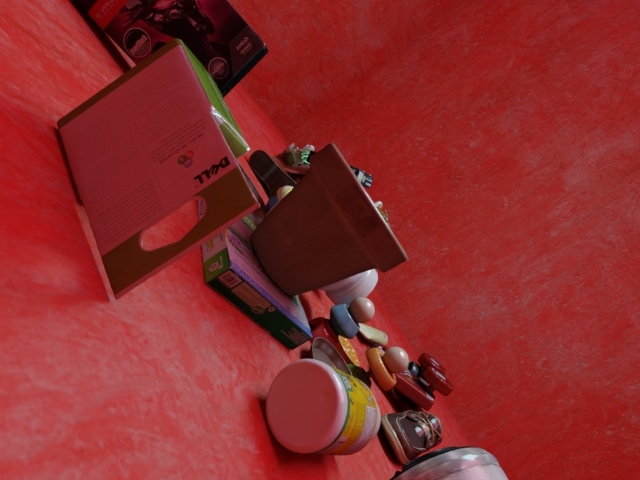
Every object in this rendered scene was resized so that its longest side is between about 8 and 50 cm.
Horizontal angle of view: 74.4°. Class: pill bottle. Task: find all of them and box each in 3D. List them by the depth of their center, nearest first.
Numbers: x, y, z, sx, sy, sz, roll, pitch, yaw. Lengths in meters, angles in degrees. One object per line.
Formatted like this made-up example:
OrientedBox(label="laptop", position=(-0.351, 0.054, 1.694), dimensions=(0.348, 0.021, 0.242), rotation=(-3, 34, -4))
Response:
OrientedBox(label="pill bottle", position=(0.018, 0.254, 0.628), dimensions=(0.208, 0.117, 0.118), rotation=(46, 13, -53))
OrientedBox(label="pill bottle", position=(0.010, 0.015, 1.015), dimensions=(0.283, 0.161, 0.161), rotation=(52, 9, -22))

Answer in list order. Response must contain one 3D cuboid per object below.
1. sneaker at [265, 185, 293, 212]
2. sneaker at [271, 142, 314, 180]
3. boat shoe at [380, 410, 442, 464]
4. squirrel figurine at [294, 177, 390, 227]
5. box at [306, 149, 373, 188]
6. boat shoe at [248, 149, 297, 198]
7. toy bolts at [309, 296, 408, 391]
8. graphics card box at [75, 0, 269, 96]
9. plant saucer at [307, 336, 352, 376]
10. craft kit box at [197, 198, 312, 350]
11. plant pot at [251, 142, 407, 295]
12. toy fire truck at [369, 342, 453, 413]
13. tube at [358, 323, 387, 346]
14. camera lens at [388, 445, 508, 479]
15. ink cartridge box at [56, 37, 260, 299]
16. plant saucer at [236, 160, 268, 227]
OrientedBox(label="sneaker", position=(-0.098, -0.018, 1.122), dimensions=(0.091, 0.126, 0.240), rotation=(8, 75, -39))
OrientedBox(label="sneaker", position=(-0.084, -0.342, 1.832), dimensions=(0.158, 0.182, 0.410), rotation=(36, 0, -40))
OrientedBox(label="boat shoe", position=(0.250, 0.487, 1.090), dimensions=(0.123, 0.123, 0.342), rotation=(61, 9, 32))
OrientedBox(label="squirrel figurine", position=(0.075, -0.113, 1.645), dimensions=(0.370, 0.281, 0.397), rotation=(9, 9, -37))
OrientedBox(label="box", position=(0.077, -0.271, 1.615), dimensions=(0.220, 0.051, 0.175), rotation=(26, 8, 22))
OrientedBox(label="boat shoe", position=(-0.135, -0.191, 1.503), dimensions=(0.307, 0.110, 0.104), rotation=(59, 9, 14))
OrientedBox(label="toy bolts", position=(0.093, 0.233, 1.015), dimensions=(0.229, 0.158, 0.218), rotation=(54, 8, -17))
OrientedBox(label="graphics card box", position=(-0.317, -0.465, 0.880), dimensions=(0.371, 0.232, 0.094), rotation=(47, 9, -13))
OrientedBox(label="plant saucer", position=(0.023, 0.277, 0.849), dimensions=(0.168, 0.029, 0.168), rotation=(53, 14, -20))
OrientedBox(label="craft kit box", position=(-0.127, 0.050, 0.800), dimensions=(0.250, 0.060, 0.247), rotation=(50, 12, -40))
OrientedBox(label="plant pot", position=(0.002, -0.013, 0.801), dimensions=(0.263, 0.229, 0.263), rotation=(55, 7, -10))
OrientedBox(label="toy fire truck", position=(0.276, 0.439, 1.400), dimensions=(0.253, 0.169, 0.302), rotation=(38, 7, 1))
OrientedBox(label="tube", position=(0.177, 0.338, 1.517), dimensions=(0.240, 0.069, 0.062), rotation=(40, 48, -58))
OrientedBox(label="camera lens", position=(0.216, 0.466, 0.607), dimensions=(0.219, 0.219, 0.274), rotation=(49, 10, -43))
OrientedBox(label="ink cartridge box", position=(-0.179, -0.078, 0.500), dimensions=(0.255, 0.188, 0.097), rotation=(61, 7, 21))
OrientedBox(label="plant saucer", position=(-0.224, -0.143, 0.993), dimensions=(0.311, 0.050, 0.311), rotation=(54, 8, -11))
